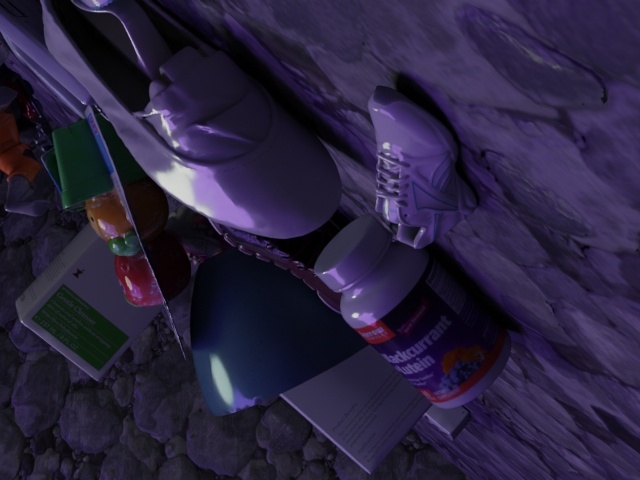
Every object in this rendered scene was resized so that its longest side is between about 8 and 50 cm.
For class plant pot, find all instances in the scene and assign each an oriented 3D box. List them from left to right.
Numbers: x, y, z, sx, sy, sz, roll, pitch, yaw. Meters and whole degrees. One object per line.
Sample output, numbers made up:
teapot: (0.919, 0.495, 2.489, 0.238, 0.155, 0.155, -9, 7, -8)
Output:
plant pot: (-0.067, 0.090, 1.232, 0.195, 0.290, 0.290, 63, 170, -2)

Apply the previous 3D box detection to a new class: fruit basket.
fruit basket: (-0.278, -0.006, 1.268, 0.327, 0.166, 0.353, -174, 68, -78)

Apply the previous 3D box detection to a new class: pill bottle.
pill bottle: (0.088, 0.067, 0.867, 0.193, 0.108, 0.108, 44, 171, -14)

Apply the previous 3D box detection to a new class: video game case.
video game case: (-0.276, -0.226, 1.005, 0.201, 0.023, 0.183, 40, -155, 12)

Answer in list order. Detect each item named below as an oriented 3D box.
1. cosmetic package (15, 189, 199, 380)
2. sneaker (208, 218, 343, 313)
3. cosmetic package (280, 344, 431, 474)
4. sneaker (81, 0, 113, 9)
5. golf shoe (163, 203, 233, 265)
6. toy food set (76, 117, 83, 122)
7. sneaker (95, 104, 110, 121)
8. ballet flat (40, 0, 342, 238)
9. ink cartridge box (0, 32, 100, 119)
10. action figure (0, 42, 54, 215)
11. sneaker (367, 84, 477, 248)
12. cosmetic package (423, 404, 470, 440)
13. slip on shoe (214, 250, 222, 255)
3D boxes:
cosmetic package: (-0.381, 0.054, 1.673, 0.197, 0.365, 0.155, 43, 173, -23)
sneaker: (0.000, 0.000, 1.016, 0.281, 0.106, 0.162, 35, 169, -24)
cosmetic package: (0.009, 0.197, 1.514, 0.385, 0.217, 0.156, 42, 171, 12)
sneaker: (-0.233, -0.269, 0.758, 0.229, 0.087, 0.092, 23, 154, 44)
golf shoe: (-0.152, -0.042, 1.415, 0.306, 0.140, 0.115, -4, 139, 45)
toy food set: (-0.392, -0.178, 1.516, 0.071, 0.128, 0.218, 40, 149, -15)
sneaker: (-0.272, -0.220, 1.138, 0.234, 0.078, 0.106, 49, -166, 28)
ballet flat: (-0.144, -0.149, 0.812, 0.400, 0.139, 0.139, 42, 172, 26)
ink cartridge box: (-0.487, -0.355, 1.333, 0.385, 0.091, 0.308, 44, 175, -26)
action figure: (-0.537, -0.221, 1.350, 0.330, 0.179, 0.341, 41, 159, 50)
sneaker: (0.063, -0.044, 0.601, 0.054, 0.061, 0.152, 37, 169, 40)
cosmetic package: (0.177, 0.283, 1.691, 0.239, 0.060, 0.099, 38, 170, 22)
slip on shoe: (-0.241, 0.011, 2.063, 0.123, 0.101, 0.331, 42, 173, -14)
